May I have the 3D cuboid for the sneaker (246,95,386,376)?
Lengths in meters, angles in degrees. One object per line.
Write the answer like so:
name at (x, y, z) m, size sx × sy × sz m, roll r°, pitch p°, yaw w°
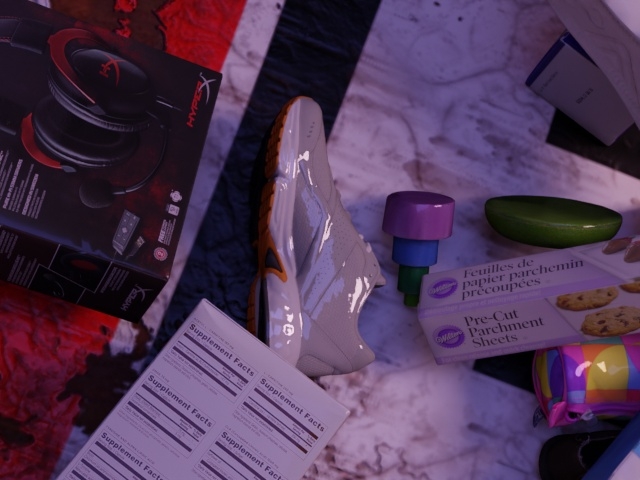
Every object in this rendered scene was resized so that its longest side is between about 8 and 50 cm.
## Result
sneaker at (0.000, 0.000, 1.157) m, size 0.121 × 0.099 × 0.262 m, roll 4°, pitch 81°, yaw -16°

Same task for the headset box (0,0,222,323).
headset box at (-0.255, -0.084, 1.078) m, size 0.293 × 0.110 × 0.218 m, roll 20°, pitch 60°, yaw -14°

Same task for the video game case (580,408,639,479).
video game case at (0.395, 0.196, 1.077) m, size 0.244 × 0.061 × 0.269 m, roll 45°, pitch 72°, yaw -1°

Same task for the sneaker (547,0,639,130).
sneaker at (0.373, -0.199, 1.129) m, size 0.236 × 0.130 × 0.322 m, roll -34°, pitch 79°, yaw -13°

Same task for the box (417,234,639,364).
box at (0.248, 0.043, 1.097) m, size 0.324 × 0.067 × 0.063 m, roll -11°, pitch 36°, yaw 18°

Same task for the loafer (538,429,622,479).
loafer at (0.313, 0.212, 1.146) m, size 0.220 × 0.078 × 0.080 m, roll 2°, pitch 74°, yaw -8°

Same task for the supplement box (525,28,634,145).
supplement box at (0.320, -0.220, 1.253) m, size 0.114 × 0.111 × 0.220 m, roll 37°, pitch 73°, yaw 2°

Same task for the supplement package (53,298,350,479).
supplement package at (-0.108, 0.185, 1.025) m, size 0.149 × 0.194 × 0.203 m, roll 38°, pitch 72°, yaw 2°

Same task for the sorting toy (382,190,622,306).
sorting toy at (0.237, 0.028, 1.193) m, size 0.366 × 0.127 × 0.126 m, roll 3°, pitch 104°, yaw -6°

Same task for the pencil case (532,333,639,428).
pencil case at (0.309, 0.126, 1.161) m, size 0.236 × 0.104 × 0.104 m, roll -2°, pitch 75°, yaw -9°
